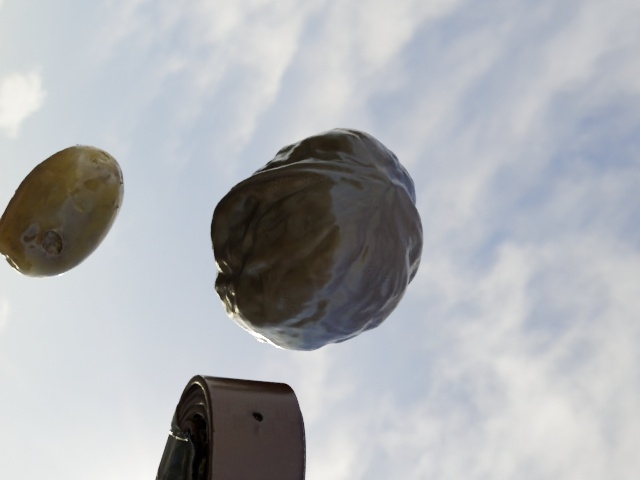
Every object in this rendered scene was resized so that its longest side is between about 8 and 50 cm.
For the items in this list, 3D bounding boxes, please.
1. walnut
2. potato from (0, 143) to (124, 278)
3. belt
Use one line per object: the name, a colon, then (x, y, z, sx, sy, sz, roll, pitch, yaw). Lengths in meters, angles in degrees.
walnut: (-0.001, 0.001, 1.275, 0.227, 0.273, 0.273, 55, -21, -6)
potato: (-0.400, -0.043, 1.707, 0.234, 0.150, 0.146, -48, -178, 8)
belt: (-0.090, 0.251, 0.968, 0.184, 0.105, 0.261, 170, -71, -66)
